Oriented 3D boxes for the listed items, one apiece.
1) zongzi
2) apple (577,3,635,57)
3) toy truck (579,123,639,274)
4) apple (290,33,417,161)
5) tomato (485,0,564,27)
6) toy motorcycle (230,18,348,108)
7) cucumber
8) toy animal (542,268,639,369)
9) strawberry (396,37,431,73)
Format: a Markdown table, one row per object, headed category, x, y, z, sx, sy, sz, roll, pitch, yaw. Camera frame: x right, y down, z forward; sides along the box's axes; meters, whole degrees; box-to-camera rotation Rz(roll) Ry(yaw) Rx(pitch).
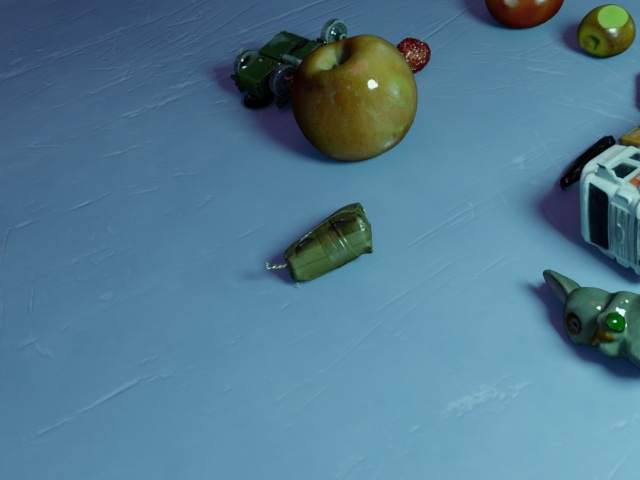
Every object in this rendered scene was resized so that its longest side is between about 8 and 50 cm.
| category | x | y | z | sx | sy | sz | roll | pitch | yaw |
| --- | --- | --- | --- | --- | --- | --- | --- | --- | --- |
| zongzi | 0.000 | 0.000 | 1.374 | 0.189 | 0.081 | 0.178 | -27 | 20 | 7 |
| apple | 0.601 | -0.437 | 1.636 | 0.102 | 0.099 | 0.114 | -32 | 70 | -10 |
| toy truck | 0.581 | -0.112 | 1.244 | 0.387 | 0.173 | 0.207 | -31 | 38 | -22 |
| apple | 0.063 | -0.286 | 1.529 | 0.253 | 0.253 | 0.253 | -8 | 42 | 7 |
| tomato | 0.472 | -0.572 | 1.787 | 0.195 | 0.136 | 0.195 | -7 | 40 | 6 |
| toy motorcycle | -0.069 | -0.406 | 1.782 | 0.275 | 0.127 | 0.205 | -44 | 48 | -19 |
| cucumber | 0.474 | -0.133 | 1.392 | 0.163 | 0.043 | 0.039 | -40 | 90 | -22 |
| toy animal | 0.417 | 0.117 | 1.109 | 0.236 | 0.138 | 0.108 | 14 | 86 | 58 |
| strawberry | 0.206 | -0.414 | 1.742 | 0.096 | 0.083 | 0.083 | -30 | 44 | -26 |
